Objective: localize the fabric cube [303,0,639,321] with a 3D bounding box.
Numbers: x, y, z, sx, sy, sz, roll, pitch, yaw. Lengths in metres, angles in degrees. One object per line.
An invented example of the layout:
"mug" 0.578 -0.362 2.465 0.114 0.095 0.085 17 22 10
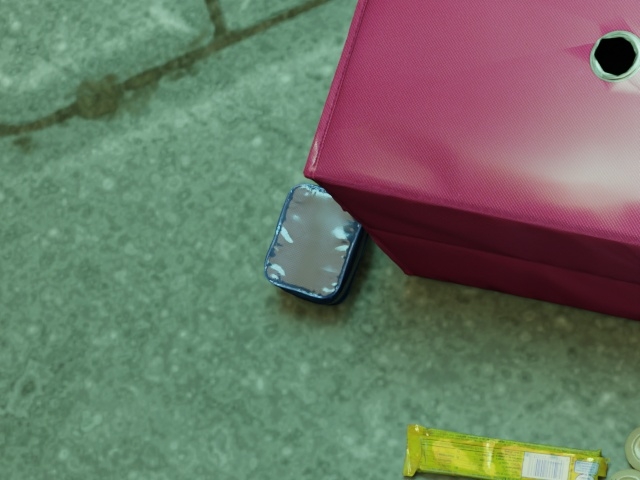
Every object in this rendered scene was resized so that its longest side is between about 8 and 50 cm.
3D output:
"fabric cube" 0.176 -0.101 1.421 0.258 0.259 0.254 13 78 23

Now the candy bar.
"candy bar" 0.138 0.168 1.477 0.161 0.018 0.040 5 78 21

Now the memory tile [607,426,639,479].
"memory tile" 0.283 0.151 1.434 0.113 0.012 0.148 22 80 24

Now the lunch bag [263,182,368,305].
"lunch bag" 0.000 0.000 1.557 0.067 0.065 0.098 20 86 10
